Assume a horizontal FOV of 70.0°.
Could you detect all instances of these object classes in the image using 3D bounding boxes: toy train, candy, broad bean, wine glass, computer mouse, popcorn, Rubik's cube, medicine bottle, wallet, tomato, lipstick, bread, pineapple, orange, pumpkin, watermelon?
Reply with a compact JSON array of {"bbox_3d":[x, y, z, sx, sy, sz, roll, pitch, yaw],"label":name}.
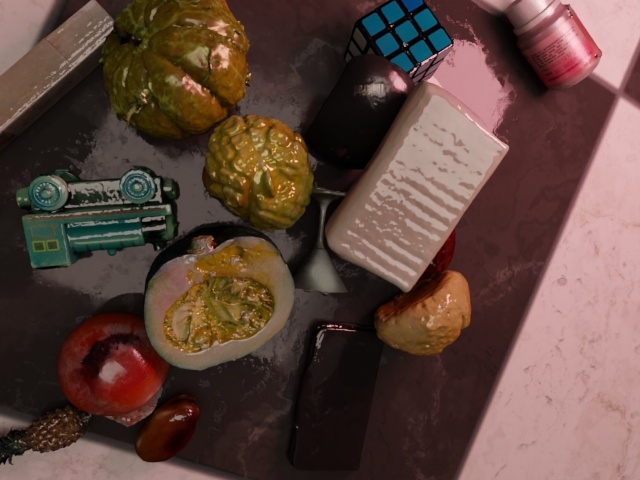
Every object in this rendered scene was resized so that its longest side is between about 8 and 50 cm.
[{"bbox_3d":[-0.447,-0.052,0.941,0.298,0.120,0.194,-6,103,-13],"label":"toy train"},{"bbox_3d":[0.176,-0.098,0.881,0.208,0.145,0.359,32,103,-3],"label":"candy"},{"bbox_3d":[-0.339,0.421,1.015,0.114,0.084,0.165,29,93,-17],"label":"broad bean"},{"bbox_3d":[0.000,0.000,1.039,0.156,0.156,0.232,5,90,-14],"label":"wine glass"},{"bbox_3d":[0.081,-0.256,0.979,0.170,0.269,0.100,29,50,-9],"label":"computer mouse"},{"bbox_3d":[-0.126,-0.131,0.950,0.237,0.251,0.206,23,74,-2],"label":"popcorn"},{"bbox_3d":[0.169,-0.424,1.026,0.160,0.163,0.162,-35,87,-9],"label":"Rubik's cube"},{"bbox_3d":[0.573,-0.506,1.139,0.147,0.147,0.247,-45,102,-7],"label":"medicine bottle"},{"bbox_3d":[0.037,0.391,1.122,0.197,0.051,0.377,9,93,-17],"label":"wallet"},{"bbox_3d":[-0.412,0.244,0.920,0.208,0.184,0.208,14,64,-29],"label":"tomato"},{"bbox_3d":[-0.555,-0.319,0.909,0.371,0.076,0.080,-45,101,-7],"label":"lipstick"},{"bbox_3d":[0.245,0.177,1.070,0.244,0.244,0.134,-35,94,-9],"label":"bread"},{"bbox_3d":[-0.587,0.407,0.944,0.221,0.103,0.083,-18,99,-13],"label":"pineapple"},{"bbox_3d":[-0.281,-0.338,0.894,0.300,0.223,0.301,-47,65,5],"label":"orange"},{"bbox_3d":[-0.217,0.090,0.952,0.293,0.197,0.263,-16,113,-16],"label":"pumpkin"},{"bbox_3d":[-0.441,0.351,0.987,0.180,0.094,0.081,6,96,1],"label":"watermelon"}]

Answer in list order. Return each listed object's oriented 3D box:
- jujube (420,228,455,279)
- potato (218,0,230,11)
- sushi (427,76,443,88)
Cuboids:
[{"bbox_3d":[0.211,-0.052,1.061,0.197,0.197,0.290,-23,98,-11],"label":"jujube"},{"bbox_3d":[-0.227,-0.475,0.985,0.096,0.066,0.103,-34,103,-6],"label":"potato"},{"bbox_3d":[0.268,-0.335,1.133,0.201,0.031,0.139,45,84,-13],"label":"sushi"}]
